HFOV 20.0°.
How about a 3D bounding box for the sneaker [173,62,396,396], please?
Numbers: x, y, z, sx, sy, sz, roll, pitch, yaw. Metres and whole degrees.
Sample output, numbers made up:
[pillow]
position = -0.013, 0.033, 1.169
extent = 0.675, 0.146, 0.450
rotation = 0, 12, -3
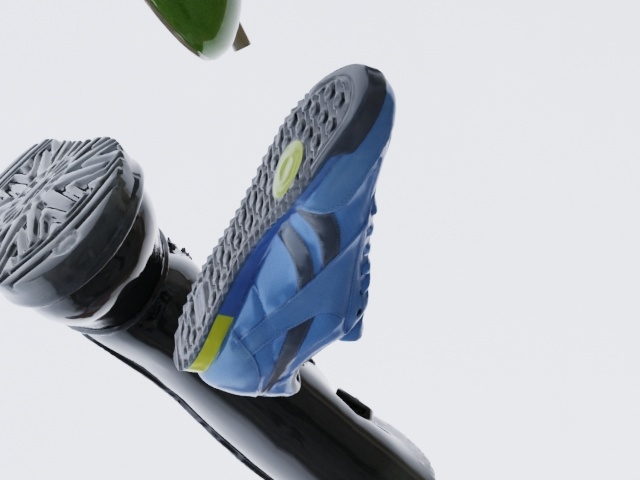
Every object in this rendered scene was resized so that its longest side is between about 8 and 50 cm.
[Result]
[sneaker]
position = 0.000, 0.000, 0.926
extent = 0.082, 0.209, 0.069
rotation = 19, -145, -17

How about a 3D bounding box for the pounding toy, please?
[pounding toy]
position = -0.089, -0.247, 1.447
extent = 0.110, 0.237, 0.183
rotation = -33, -89, 11

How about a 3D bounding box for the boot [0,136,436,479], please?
[boot]
position = -0.079, 0.112, 1.510
extent = 0.146, 0.367, 0.445
rotation = -44, -72, -2
